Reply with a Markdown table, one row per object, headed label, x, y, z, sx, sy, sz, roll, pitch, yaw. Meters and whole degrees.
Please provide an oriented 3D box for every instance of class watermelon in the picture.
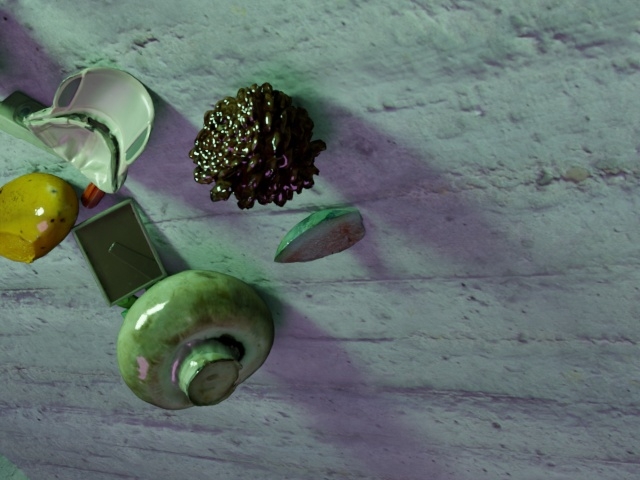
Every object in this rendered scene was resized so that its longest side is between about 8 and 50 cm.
| label | x | y | z | sx | sy | sz | roll | pitch | yaw |
| --- | --- | --- | --- | --- | --- | --- | --- | --- | --- |
| watermelon | -0.006 | -0.007 | 1.798 | 0.180 | 0.081 | 0.094 | -15 | 113 | 2 |

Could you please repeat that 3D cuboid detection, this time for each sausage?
| label | x | y | z | sx | sy | sz | roll | pitch | yaw |
| --- | --- | --- | --- | --- | --- | --- | --- | --- | --- |
| sausage | -0.489 | -0.102 | 2.066 | 0.050 | 0.048 | 0.145 | 56 | 144 | 3 |

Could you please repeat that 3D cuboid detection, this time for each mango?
| label | x | y | z | sx | sy | sz | roll | pitch | yaw |
| --- | --- | --- | --- | --- | --- | --- | --- | --- | --- |
| mango | -0.624 | -0.059 | 2.092 | 0.290 | 0.191 | 0.160 | -5 | 140 | 48 |

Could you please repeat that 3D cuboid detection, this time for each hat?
| label | x | y | z | sx | sy | sz | roll | pitch | yaw |
| --- | --- | --- | --- | --- | --- | --- | --- | --- | --- |
| hat | -0.415 | -0.222 | 1.805 | 0.219 | 0.226 | 0.164 | 41 | -175 | -6 |

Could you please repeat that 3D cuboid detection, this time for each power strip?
| label | x | y | z | sx | sy | sz | roll | pitch | yaw |
| --- | --- | --- | --- | --- | --- | --- | --- | --- | --- |
| power strip | -0.528 | -0.208 | 1.930 | 0.286 | 0.080 | 0.048 | 29 | 145 | -1 |

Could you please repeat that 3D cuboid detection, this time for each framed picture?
| label | x | y | z | sx | sy | sz | roll | pitch | yaw |
| --- | --- | --- | --- | --- | --- | --- | --- | --- | --- |
| framed picture | -0.437 | 0.027 | 2.076 | 0.015 | 0.150 | 0.203 | 28 | 143 | 58 |

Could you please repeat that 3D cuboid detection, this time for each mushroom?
| label | x | y | z | sx | sy | sz | roll | pitch | yaw |
| --- | --- | --- | --- | --- | --- | --- | --- | --- | --- |
| mushroom | -0.268 | 0.222 | 2.080 | 0.260 | 0.352 | 0.352 | 51 | 166 | 44 |

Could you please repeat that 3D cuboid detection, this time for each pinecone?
| label | x | y | z | sx | sy | sz | roll | pitch | yaw |
| --- | --- | --- | --- | --- | --- | --- | --- | --- | --- |
| pinecone | -0.099 | -0.147 | 1.588 | 0.221 | 0.221 | 0.221 | 19 | 144 | 15 |

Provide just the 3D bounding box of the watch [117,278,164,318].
| label | x | y | z | sx | sy | sz | roll | pitch | yaw |
| --- | --- | --- | --- | --- | --- | --- | --- | --- | --- |
| watch | -0.421 | 0.096 | 2.206 | 0.131 | 0.165 | 0.152 | -25 | 98 | 43 |
